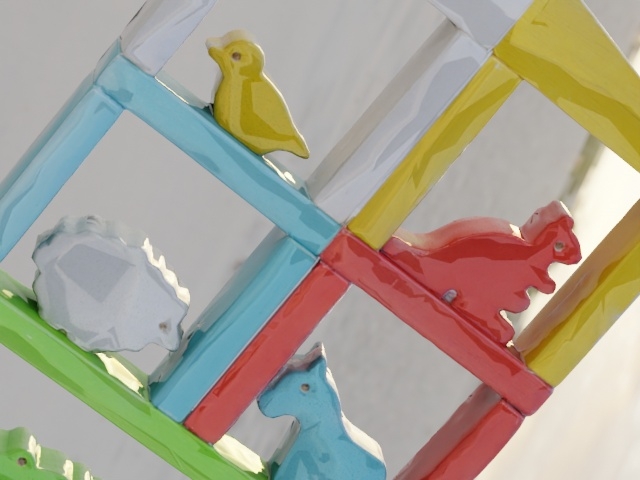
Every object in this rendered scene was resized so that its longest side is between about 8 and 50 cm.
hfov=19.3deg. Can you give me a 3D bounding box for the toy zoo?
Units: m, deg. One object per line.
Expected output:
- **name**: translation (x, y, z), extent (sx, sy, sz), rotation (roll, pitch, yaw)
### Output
- **toy zoo**: translation (0.000, 0.000, 0.635), extent (0.293, 0.192, 0.030), rotation (-49, -165, 10)
